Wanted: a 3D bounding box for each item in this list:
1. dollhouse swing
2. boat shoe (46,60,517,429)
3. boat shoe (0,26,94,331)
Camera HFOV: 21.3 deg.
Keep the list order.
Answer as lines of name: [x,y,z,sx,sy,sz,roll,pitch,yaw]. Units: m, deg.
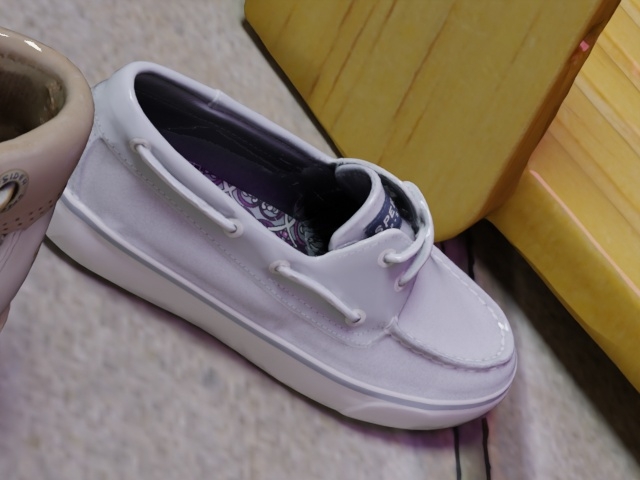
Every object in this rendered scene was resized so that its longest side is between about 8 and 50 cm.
dollhouse swing: [0.204,-0.116,0.657,0.305,0.315,0.347,38,36,15]
boat shoe: [0.000,0.000,0.529,0.184,0.063,0.066,32,43,-22]
boat shoe: [-0.178,-0.018,0.323,0.302,0.098,0.109,4,42,-45]
